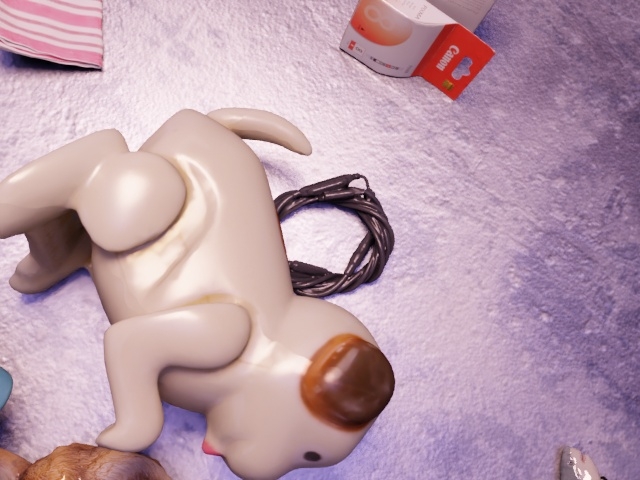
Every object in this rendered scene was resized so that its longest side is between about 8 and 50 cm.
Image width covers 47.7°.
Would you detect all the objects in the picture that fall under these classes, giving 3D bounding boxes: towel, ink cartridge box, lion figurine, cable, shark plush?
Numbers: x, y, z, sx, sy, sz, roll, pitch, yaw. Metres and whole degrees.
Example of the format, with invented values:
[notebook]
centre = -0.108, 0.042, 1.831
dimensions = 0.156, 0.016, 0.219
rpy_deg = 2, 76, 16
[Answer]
[towel]
centre = -0.347, -0.325, 0.924
dimensions = 0.144, 0.029, 0.197
rpy_deg = 4, 78, -38
[ink cartridge box]
centre = 0.120, -0.252, 0.950
dimensions = 0.179, 0.145, 0.045
rpy_deg = 37, 72, -1
[lion figurine]
centre = -0.351, 0.353, 0.771
dimensions = 0.392, 0.142, 0.240
rpy_deg = -43, 123, -5
[cable]
centre = 0.000, 0.000, 0.943
dimensions = 0.184, 0.047, 0.150
rpy_deg = -19, 91, -7
[shark plush]
centre = 0.319, 0.352, 0.933
dimensions = 0.067, 0.073, 0.161
rpy_deg = 21, 98, 16

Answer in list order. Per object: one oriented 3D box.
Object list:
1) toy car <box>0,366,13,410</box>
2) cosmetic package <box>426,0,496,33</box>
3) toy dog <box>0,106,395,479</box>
[toy car]
centre = -0.378, 0.154, 0.613
dimensions = 0.210, 0.238, 0.219
rpy_deg = -53, 127, -20
[cosmetic package]
centre = 0.164, -0.326, 0.925
dimensions = 0.117, 0.231, 0.085
rpy_deg = 25, 78, -4
[toy dog]
centre = -0.106, 0.081, 0.810
dimensions = 0.395, 0.284, 0.408
rpy_deg = -37, 83, -32
